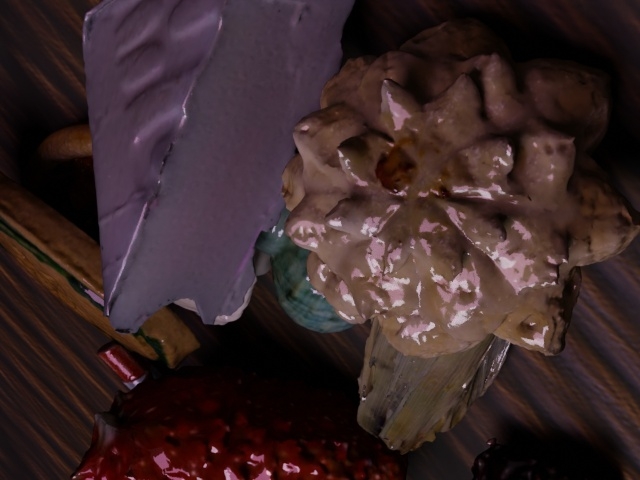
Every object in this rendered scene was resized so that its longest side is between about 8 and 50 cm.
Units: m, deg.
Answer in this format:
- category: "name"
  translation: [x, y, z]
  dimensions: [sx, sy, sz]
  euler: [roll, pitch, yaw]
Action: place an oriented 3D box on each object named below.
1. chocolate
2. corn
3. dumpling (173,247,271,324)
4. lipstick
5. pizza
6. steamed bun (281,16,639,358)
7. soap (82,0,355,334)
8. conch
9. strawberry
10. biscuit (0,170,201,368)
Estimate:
- category: "chocolate"
  translation: [0.200, 0.258, 1.446]
  dimensions: [0.133, 0.156, 0.156]
  euler: [35, 143, 37]
- category: "corn"
  translation: [0.109, 0.077, 1.361]
  dimensions: [0.122, 0.123, 0.305]
  euler: [30, 139, 15]
- category: "dumpling"
  translation: [-0.111, -0.002, 1.474]
  dimensions: [0.250, 0.132, 0.162]
  euler: [108, 151, -49]
- category: "lipstick"
  translation: [-0.158, 0.216, 1.763]
  dimensions: [0.274, 0.061, 0.068]
  euler: [45, 145, 1]
- category: "pizza"
  translation: [-0.236, -0.066, 1.593]
  dimensions: [0.271, 0.056, 0.134]
  euler: [3, 117, 41]
- category: "steamed bun"
  translation: [0.104, -0.040, 1.165]
  dimensions: [0.292, 0.137, 0.295]
  euler: [-30, 75, 16]
- category: "soap"
  translation: [-0.069, -0.094, 1.239]
  dimensions: [0.258, 0.159, 0.302]
  euler: [-19, 75, 43]
- category: "conch"
  translation: [-0.001, 0.004, 1.399]
  dimensions: [0.176, 0.122, 0.188]
  euler: [28, 141, 64]
- category: "strawberry"
  translation: [-0.089, 0.282, 1.576]
  dimensions: [0.344, 0.292, 0.292]
  euler: [14, 132, 19]
- category: "biscuit"
  translation: [-0.267, 0.041, 1.624]
  dimensions: [0.344, 0.057, 0.287]
  euler: [35, 166, 26]
